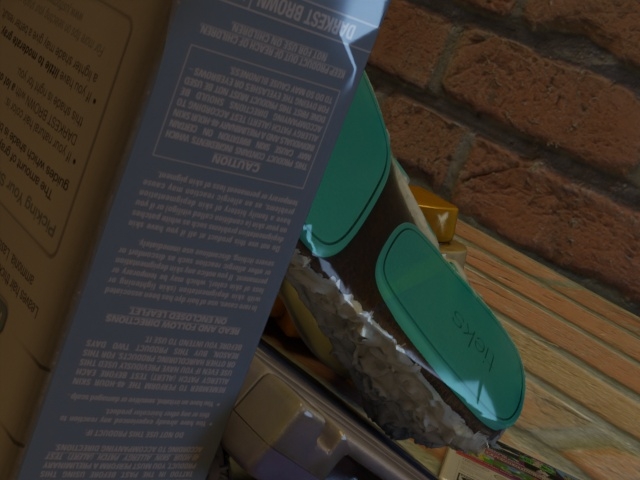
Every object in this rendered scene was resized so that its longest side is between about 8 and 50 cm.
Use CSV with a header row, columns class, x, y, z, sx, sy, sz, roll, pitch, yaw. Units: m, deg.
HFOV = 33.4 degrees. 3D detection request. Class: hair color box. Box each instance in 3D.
class,x,y,z,sx,sy,sz,roll,pitch,yaw
hair color box,-0.119,0.005,0.549,0.113,0.374,0.185,11,16,-41

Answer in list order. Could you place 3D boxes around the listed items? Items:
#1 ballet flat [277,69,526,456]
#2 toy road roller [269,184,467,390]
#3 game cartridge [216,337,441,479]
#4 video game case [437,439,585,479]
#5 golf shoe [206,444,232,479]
class,x,y,z,sx,sy,sz,roll,pitch,yaw
ballet flat,0.000,0.000,0.732,0.409,0.147,0.147,58,-3,-24
toy road roller,-0.007,0.026,1.178,0.240,0.202,0.329,7,11,-18
game cartridge,0.010,0.144,0.717,0.230,0.068,0.355,29,-10,47
video game case,0.209,0.247,1.006,0.201,0.023,0.183,24,11,9
golf shoe,-0.081,0.159,0.664,0.069,0.086,0.176,15,16,-45
